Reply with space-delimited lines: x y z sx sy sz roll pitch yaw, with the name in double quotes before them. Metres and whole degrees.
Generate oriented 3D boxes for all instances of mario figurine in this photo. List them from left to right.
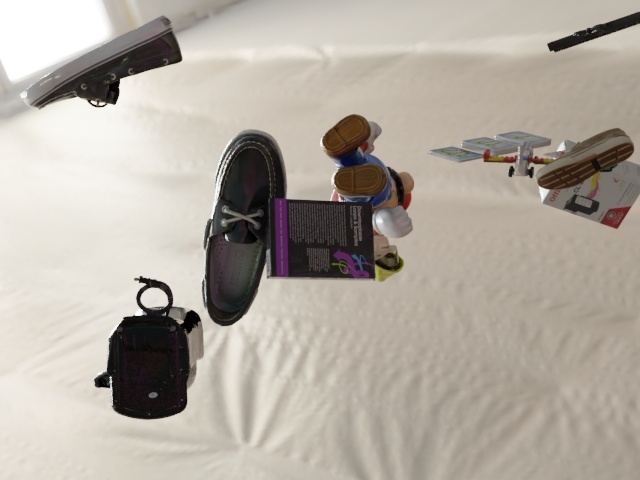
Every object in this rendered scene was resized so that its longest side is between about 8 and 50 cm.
"mario figurine" 0.097 -0.104 2.004 0.170 0.198 0.320 17 171 12

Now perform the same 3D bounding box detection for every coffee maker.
"coffee maker" -0.202 0.131 1.585 0.120 0.171 0.178 22 -176 -2

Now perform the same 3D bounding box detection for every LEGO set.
"LEGO set" 0.296 -0.135 1.768 0.182 0.060 0.244 -12 -159 -31

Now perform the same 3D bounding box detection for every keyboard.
"keyboard" 0.496 -0.371 2.208 0.180 0.023 0.108 -17 180 34

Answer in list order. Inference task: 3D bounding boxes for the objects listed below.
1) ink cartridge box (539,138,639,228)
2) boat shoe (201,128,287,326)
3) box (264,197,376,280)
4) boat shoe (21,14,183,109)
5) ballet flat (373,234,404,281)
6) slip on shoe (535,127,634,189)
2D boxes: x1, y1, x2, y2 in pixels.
"ink cartridge box" 0.552 -0.114 2.528 0.175 0.127 0.072 18 -143 -8
"boat shoe" -0.114 -0.013 1.836 0.114 0.302 0.091 7 -154 1
"box" 0.000 0.000 1.804 0.162 0.116 0.029 2 168 -17
"boat shoe" -0.281 -0.213 1.615 0.228 0.076 0.080 -25 -169 12
"ballet flat" 0.098 0.020 2.280 0.077 0.077 0.231 -16 159 16
"slip on shoe" 0.348 -0.111 1.650 0.135 0.051 0.041 -26 -132 10
